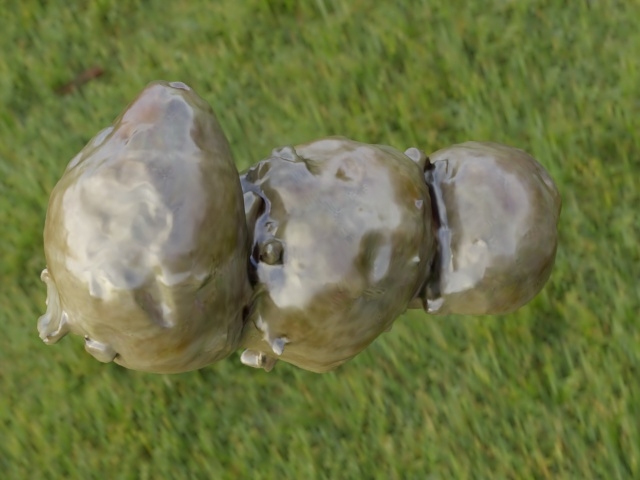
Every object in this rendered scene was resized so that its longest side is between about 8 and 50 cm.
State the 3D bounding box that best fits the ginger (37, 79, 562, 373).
[{"bbox_3d":[0.000,0.000,0.670,0.204,0.104,0.080,3,16,-31],"label":"ginger"}]
